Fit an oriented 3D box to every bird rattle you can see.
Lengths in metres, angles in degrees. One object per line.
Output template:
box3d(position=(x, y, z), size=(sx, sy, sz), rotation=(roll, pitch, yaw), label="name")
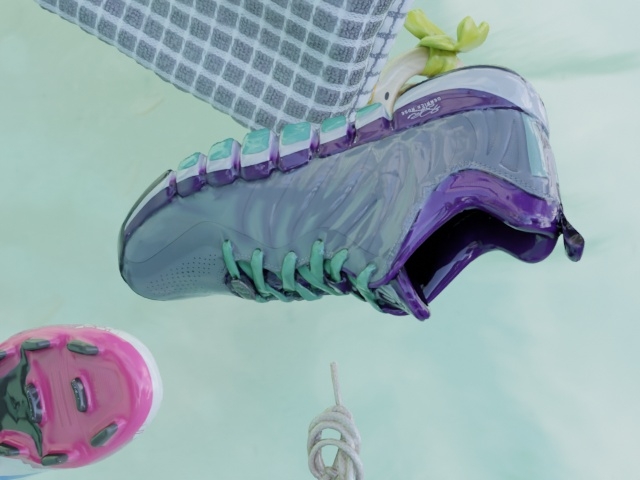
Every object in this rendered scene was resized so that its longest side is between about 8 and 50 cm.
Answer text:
box3d(position=(0.155, -0.182, 1.084), size=(0.207, 0.143, 0.254), rotation=(-33, 125, -10), label="bird rattle")

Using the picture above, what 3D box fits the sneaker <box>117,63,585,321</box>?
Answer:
box3d(position=(0.000, 0.000, 0.364), size=(0.083, 0.223, 0.098), rotation=(48, 27, -48), label="sneaker")

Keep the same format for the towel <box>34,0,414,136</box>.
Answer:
box3d(position=(-0.068, -0.220, 0.557), size=(0.283, 0.235, 0.121), rotation=(31, 44, 8), label="towel")

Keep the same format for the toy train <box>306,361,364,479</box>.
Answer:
box3d(position=(-0.038, 0.201, 0.487), size=(0.143, 0.105, 0.248), rotation=(3, 71, -32), label="toy train")

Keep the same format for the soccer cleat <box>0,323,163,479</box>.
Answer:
box3d(position=(-0.245, 0.144, 0.687), size=(0.143, 0.331, 0.116), rotation=(-6, 75, -64), label="soccer cleat")
